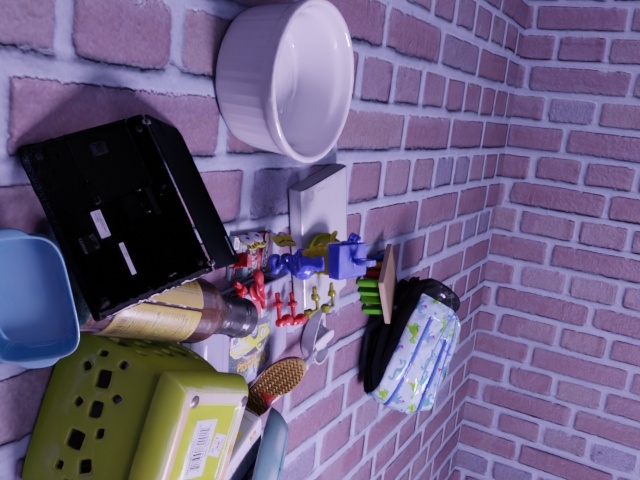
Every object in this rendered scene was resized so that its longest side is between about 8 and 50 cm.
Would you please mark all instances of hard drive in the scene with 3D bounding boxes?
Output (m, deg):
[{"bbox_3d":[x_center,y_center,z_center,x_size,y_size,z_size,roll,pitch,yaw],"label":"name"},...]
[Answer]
[{"bbox_3d":[0.000,0.000,1.459,0.203,0.040,0.307,-36,132,-52],"label":"hard drive"}]

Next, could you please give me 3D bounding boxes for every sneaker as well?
[{"bbox_3d":[-0.098,0.293,1.303,0.185,0.069,0.084,-41,179,13],"label":"sneaker"}]

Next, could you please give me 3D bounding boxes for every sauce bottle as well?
[{"bbox_3d":[-0.226,0.102,0.965,0.344,0.111,0.111,23,80,-54],"label":"sauce bottle"}]

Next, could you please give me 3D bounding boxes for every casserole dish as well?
[{"bbox_3d":[-0.355,0.067,0.770,0.037,0.114,0.188,-113,-162,-65],"label":"casserole dish"}]

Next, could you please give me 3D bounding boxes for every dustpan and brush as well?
[{"bbox_3d":[-0.014,0.250,1.510,0.211,0.060,0.147,-37,132,-51],"label":"dustpan and brush"}]

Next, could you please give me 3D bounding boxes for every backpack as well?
[{"bbox_3d":[0.258,0.315,1.845,0.355,0.273,0.290,-52,-175,-17],"label":"backpack"}]

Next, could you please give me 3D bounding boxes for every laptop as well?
[{"bbox_3d":[-0.246,-0.039,0.890,0.264,0.136,0.234,-25,90,-32],"label":"laptop"}]

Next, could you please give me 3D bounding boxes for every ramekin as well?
[{"bbox_3d":[-0.061,-0.283,1.129,0.277,0.135,0.277,-34,130,-52],"label":"ramekin"}]

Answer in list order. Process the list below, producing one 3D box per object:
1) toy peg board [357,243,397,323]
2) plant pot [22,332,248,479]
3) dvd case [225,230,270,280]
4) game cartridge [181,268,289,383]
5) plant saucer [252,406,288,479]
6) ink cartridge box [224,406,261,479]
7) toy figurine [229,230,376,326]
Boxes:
[{"bbox_3d":[0.159,0.119,1.786,0.160,0.079,0.161,-72,157,-46],"label":"toy peg board"},{"bbox_3d":[-0.247,0.266,0.928,0.227,0.207,0.228,28,77,-62],"label":"plant pot"},{"bbox_3d":[-0.139,0.028,1.239,0.119,0.013,0.087,-12,112,-61],"label":"dvd case"},{"bbox_3d":[-0.154,0.183,1.236,0.294,0.060,0.196,-24,126,-57],"label":"game cartridge"},{"bbox_3d":[-0.103,0.478,1.202,0.317,0.043,0.317,10,90,-89],"label":"plant saucer"},{"bbox_3d":[-0.210,0.474,1.126,0.307,0.072,0.303,-51,164,-31],"label":"ink cartridge box"},{"bbox_3d":[0.023,0.067,1.238,0.362,0.217,0.191,-1,86,-58],"label":"toy figurine"}]
